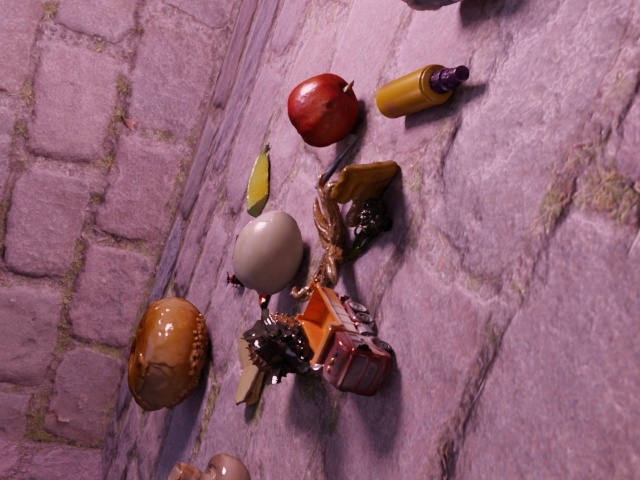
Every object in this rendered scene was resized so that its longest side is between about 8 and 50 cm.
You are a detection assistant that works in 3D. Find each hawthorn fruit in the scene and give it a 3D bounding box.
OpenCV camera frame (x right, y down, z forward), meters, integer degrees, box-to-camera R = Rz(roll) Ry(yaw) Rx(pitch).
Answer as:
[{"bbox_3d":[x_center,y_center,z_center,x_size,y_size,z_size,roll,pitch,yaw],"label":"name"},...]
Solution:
[{"bbox_3d":[0.019,-0.335,1.756,0.200,0.179,0.179,-39,39,30],"label":"hawthorn fruit"}]

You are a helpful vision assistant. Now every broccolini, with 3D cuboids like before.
[{"bbox_3d":[0.087,-0.008,1.518,0.201,0.058,0.074,-56,43,44],"label":"broccolini"}]

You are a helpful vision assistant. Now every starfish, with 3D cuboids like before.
[{"bbox_3d":[0.010,0.004,1.641,0.375,0.094,0.327,-114,36,-70],"label":"starfish"}]

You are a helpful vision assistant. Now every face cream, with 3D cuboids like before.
[{"bbox_3d":[0.204,-0.300,1.399,0.273,0.078,0.078,-1,76,68],"label":"face cream"}]

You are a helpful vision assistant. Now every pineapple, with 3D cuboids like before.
[{"bbox_3d":[-0.091,0.229,1.553,0.364,0.165,0.165,118,164,-81],"label":"pineapple"}]

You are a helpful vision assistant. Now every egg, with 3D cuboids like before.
[{"bbox_3d":[-0.131,0.024,1.862,0.217,0.183,0.183,-60,25,16],"label":"egg"}]

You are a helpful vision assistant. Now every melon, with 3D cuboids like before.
[{"bbox_3d":[-0.198,-0.208,2.344,0.114,0.053,0.261,-26,52,52],"label":"melon"}]

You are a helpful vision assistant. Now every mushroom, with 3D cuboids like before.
[{"bbox_3d":[-0.272,0.644,1.797,0.206,0.209,0.206,-12,71,38],"label":"mushroom"}]

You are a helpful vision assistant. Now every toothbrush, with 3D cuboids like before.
[{"bbox_3d":[0.037,-0.199,1.811,0.219,0.019,0.016,-50,38,46],"label":"toothbrush"}]

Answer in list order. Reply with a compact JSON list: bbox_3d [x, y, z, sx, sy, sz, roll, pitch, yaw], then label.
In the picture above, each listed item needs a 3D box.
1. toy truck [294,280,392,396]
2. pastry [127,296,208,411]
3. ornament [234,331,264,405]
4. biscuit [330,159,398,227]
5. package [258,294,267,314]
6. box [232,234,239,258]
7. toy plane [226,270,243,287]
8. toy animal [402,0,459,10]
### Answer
[{"bbox_3d":[0.040,0.191,1.401,0.114,0.135,0.270,-67,23,17],"label":"toy truck"},{"bbox_3d":[-0.530,0.398,2.483,0.409,0.245,0.409,-165,90,-71],"label":"pastry"},{"bbox_3d":[-0.185,0.346,1.953,0.180,0.059,0.201,-40,43,53],"label":"ornament"},{"bbox_3d":[0.076,-0.093,1.479,0.039,0.183,0.174,46,122,24],"label":"biscuit"},{"bbox_3d":[-0.167,0.154,2.055,0.077,0.033,0.110,45,123,54],"label":"package"},{"bbox_3d":[-0.257,0.026,2.326,0.023,0.051,0.082,156,125,-65],"label":"box"},{"bbox_3d":[-0.281,0.130,2.312,0.145,0.060,0.037,129,151,-75],"label":"toy plane"},{"bbox_3d":[0.244,-0.524,1.333,0.208,0.156,0.204,-39,22,-12],"label":"toy animal"}]
